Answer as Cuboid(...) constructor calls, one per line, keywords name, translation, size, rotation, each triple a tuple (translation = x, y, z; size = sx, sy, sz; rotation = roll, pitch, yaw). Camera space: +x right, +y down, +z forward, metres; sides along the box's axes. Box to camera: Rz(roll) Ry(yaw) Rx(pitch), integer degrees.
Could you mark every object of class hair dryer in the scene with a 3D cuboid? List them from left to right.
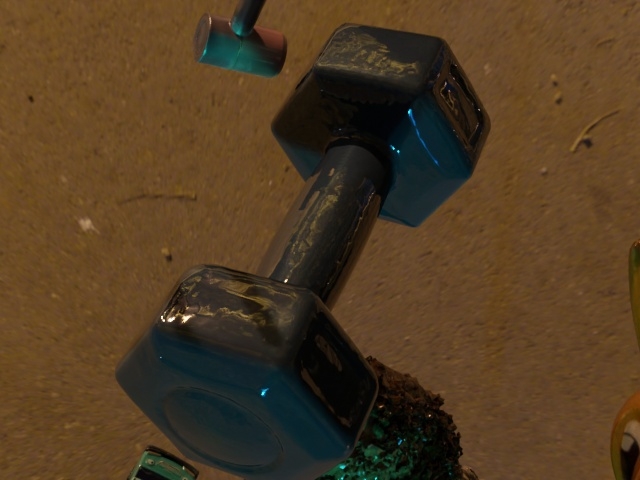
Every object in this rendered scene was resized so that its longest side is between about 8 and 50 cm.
Cuboid(name="hair dryer", translation=(-0.044, -0.167, 0.778), size=(0.063, 0.114, 0.037), rotation=(9, 48, -23))

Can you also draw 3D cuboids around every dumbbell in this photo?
Cuboid(name="dumbbell", translation=(0.000, 0.000, 0.730), size=(0.144, 0.160, 0.325), rotation=(34, 52, -6))

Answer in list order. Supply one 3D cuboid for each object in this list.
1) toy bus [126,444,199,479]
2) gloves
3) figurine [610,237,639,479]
Cuboid(name="toy bus", translation=(-0.216, 0.334, 1.314), size=(0.079, 0.092, 0.160), rotation=(29, 118, -5))
Cuboid(name="gloves", translation=(0.029, 0.200, 1.014), size=(0.210, 0.312, 0.135), rotation=(-8, 43, 20))
Cuboid(name="figurine", translation=(0.381, 0.136, 0.700), size=(0.268, 0.387, 0.401), rotation=(47, 70, -27))
